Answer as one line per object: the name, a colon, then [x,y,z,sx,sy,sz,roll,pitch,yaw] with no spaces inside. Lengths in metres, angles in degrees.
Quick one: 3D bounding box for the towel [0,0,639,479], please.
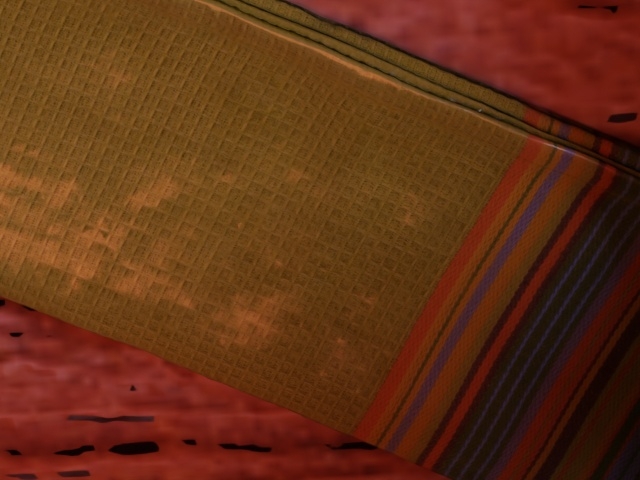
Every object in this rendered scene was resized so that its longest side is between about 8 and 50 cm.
towel: [0.000,0.000,0.460,0.237,0.021,0.102,22,115,-8]
